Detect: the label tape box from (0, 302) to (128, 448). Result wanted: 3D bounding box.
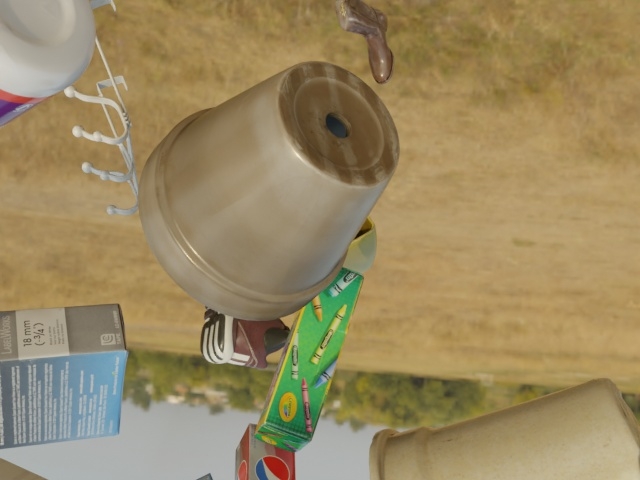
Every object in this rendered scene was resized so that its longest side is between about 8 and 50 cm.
[{"bbox_3d":[-0.477,0.218,1.446,0.334,0.106,0.240,-3,137,-20],"label":"label tape box"}]

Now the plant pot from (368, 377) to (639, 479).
[{"bbox_3d":[0.274,0.332,1.175,0.305,0.333,0.334,-29,159,15],"label":"plant pot"}]

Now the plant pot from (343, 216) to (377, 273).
[{"bbox_3d":[0.000,0.000,1.998,0.212,0.212,0.187,-31,147,-2],"label":"plant pot"}]

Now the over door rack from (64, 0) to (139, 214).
[{"bbox_3d":[-0.396,-0.237,1.691,0.108,0.324,0.239,-8,150,-11],"label":"over door rack"}]

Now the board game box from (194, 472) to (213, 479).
[{"bbox_3d":[-0.272,0.508,1.663,0.212,0.039,0.160,-23,-161,-12],"label":"board game box"}]

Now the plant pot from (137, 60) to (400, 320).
[{"bbox_3d":[-0.046,-0.091,1.278,0.323,0.323,0.280,12,148,-31],"label":"plant pot"}]

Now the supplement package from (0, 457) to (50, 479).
[{"bbox_3d":[-0.647,0.519,1.888,0.179,0.105,0.105,19,-163,16],"label":"supplement package"}]

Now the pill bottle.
[{"bbox_3d":[-0.404,-0.194,1.012,0.323,0.181,0.181,-19,156,37],"label":"pill bottle"}]

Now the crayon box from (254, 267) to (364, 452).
[{"bbox_3d":[-0.020,0.189,1.507,0.081,0.278,0.165,20,160,-2],"label":"crayon box"}]

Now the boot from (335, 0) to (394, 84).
[{"bbox_3d":[0.056,-0.267,1.232,0.037,0.106,0.114,-11,172,27],"label":"boot"}]

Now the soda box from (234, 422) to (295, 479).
[{"bbox_3d":[-0.089,0.431,1.507,0.083,0.263,0.092,13,133,-16],"label":"soda box"}]

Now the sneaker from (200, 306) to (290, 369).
[{"bbox_3d":[-0.123,0.108,1.707,0.162,0.281,0.106,23,148,-30],"label":"sneaker"}]
